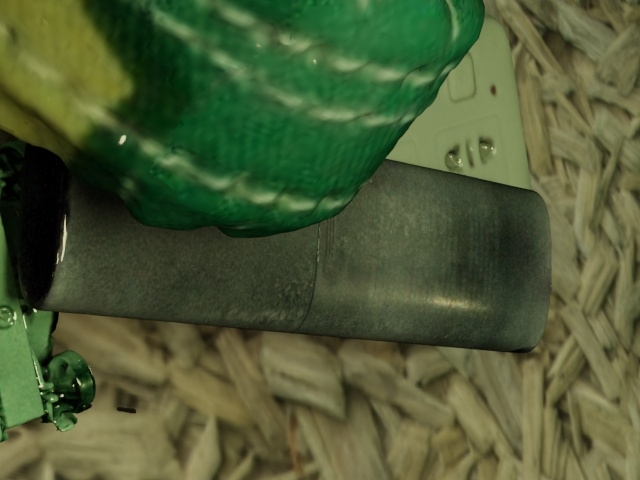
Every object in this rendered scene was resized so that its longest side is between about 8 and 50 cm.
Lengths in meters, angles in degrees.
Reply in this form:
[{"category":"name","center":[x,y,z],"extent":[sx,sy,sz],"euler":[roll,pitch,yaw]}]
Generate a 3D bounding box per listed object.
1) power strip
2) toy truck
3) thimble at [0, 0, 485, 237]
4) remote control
[{"category":"power strip","center":[0.015,-0.097,1.006],"extent":[0.229,0.141,0.261],"euler":[-20,104,-49]},{"category":"toy truck","center":[-0.173,0.029,0.773],"extent":[0.080,0.078,0.154],"euler":[-21,103,-42]},{"category":"thimble","center":[-0.057,-0.143,0.741],"extent":[0.254,0.167,0.288],"euler":[28,30,-20]},{"category":"remote control","center":[0.000,0.000,0.864],"extent":[0.377,0.044,0.107],"euler":[8,78,-44]}]
